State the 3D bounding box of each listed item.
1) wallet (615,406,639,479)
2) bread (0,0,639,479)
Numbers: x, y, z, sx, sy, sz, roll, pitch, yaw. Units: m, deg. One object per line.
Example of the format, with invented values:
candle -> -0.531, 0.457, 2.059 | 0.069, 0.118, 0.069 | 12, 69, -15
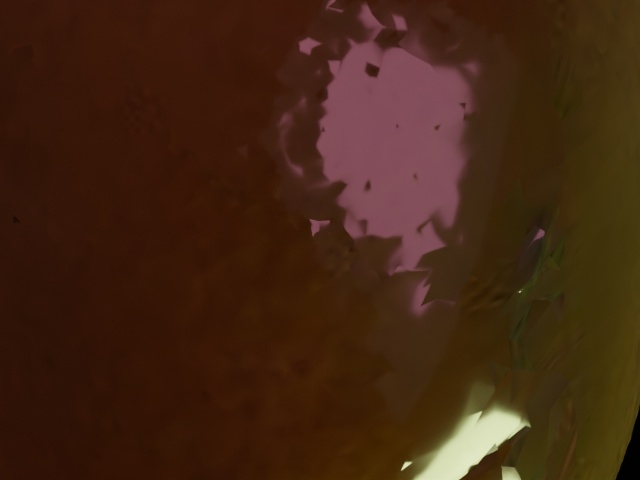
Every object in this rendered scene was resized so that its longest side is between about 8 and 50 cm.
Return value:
wallet -> 0.102, 0.150, 0.867 | 0.406, 0.228, 0.062 | -23, 114, -33
bread -> 0.000, 0.000, 0.675 | 0.348, 0.253, 0.376 | -21, 126, -39
